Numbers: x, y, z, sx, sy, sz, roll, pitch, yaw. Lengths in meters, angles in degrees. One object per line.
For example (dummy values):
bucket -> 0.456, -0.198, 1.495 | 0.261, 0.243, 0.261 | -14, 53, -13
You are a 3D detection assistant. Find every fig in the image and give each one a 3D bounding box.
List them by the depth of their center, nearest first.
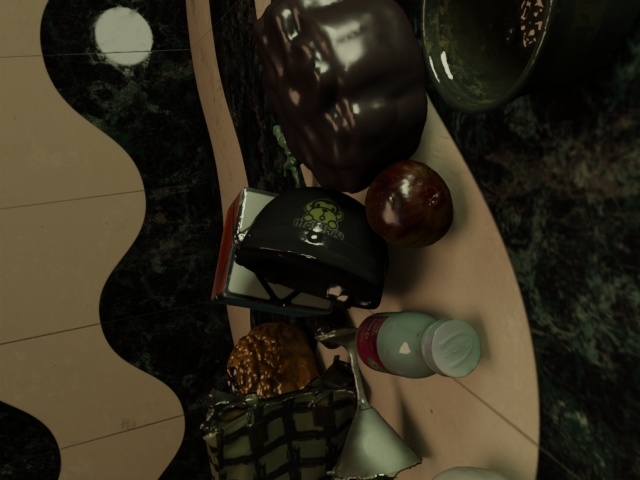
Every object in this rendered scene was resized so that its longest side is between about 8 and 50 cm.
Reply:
fig -> 0.101, -0.039, 0.630 | 0.154, 0.103, 0.110 | 142, 137, -69

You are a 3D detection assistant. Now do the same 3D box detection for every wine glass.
wine glass -> 0.069, 0.261, 0.822 | 0.156, 0.155, 0.233 | 131, 130, -66

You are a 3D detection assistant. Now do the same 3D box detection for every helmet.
helmet -> 0.000, 0.000, 0.747 | 0.279, 0.230, 0.161 | 96, -166, -72

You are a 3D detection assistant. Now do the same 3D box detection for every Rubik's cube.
Rubik's cube -> -0.087, 0.033, 0.966 | 0.205, 0.204, 0.208 | 150, 129, -68

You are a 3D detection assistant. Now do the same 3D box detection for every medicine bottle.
medicine bottle -> 0.124, 0.141, 0.669 | 0.216, 0.090, 0.091 | 153, 106, -70

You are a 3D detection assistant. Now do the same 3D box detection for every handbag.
handbag -> -0.076, 0.422, 1.029 | 0.163, 0.324, 0.327 | -127, 32, -49

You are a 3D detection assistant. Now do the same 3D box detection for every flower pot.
flower pot -> 0.161, -0.181, 0.378 | 0.157, 0.106, 0.158 | 170, 90, -74

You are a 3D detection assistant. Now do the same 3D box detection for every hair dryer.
hair dryer -> 0.022, 0.087, 1.013 | 0.196, 0.075, 0.219 | -112, 31, -56

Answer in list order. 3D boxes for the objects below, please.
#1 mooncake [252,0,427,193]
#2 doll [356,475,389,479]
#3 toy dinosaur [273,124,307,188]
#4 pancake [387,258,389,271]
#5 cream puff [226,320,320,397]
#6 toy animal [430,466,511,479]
mooncake -> 0.011, -0.199, 0.659 | 0.283, 0.141, 0.283 | 55, 161, 29
doll -> 0.088, 0.445, 0.952 | 0.113, 0.076, 0.078 | -141, 53, -61
toy dinosaur -> -0.061, -0.265, 1.029 | 0.129, 0.076, 0.384 | 35, 136, 55
pancake -> 0.088, 0.013, 0.831 | 0.115, 0.011, 0.115 | 170, 90, -69
cream puff -> -0.132, 0.385, 1.323 | 0.343, 0.230, 0.328 | -140, 47, -62
toy animal -> 0.199, 0.409, 0.481 | 0.258, 0.193, 0.358 | 93, 167, -60
